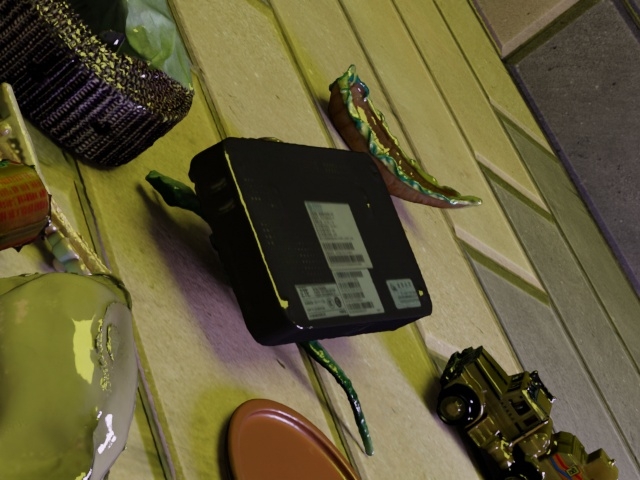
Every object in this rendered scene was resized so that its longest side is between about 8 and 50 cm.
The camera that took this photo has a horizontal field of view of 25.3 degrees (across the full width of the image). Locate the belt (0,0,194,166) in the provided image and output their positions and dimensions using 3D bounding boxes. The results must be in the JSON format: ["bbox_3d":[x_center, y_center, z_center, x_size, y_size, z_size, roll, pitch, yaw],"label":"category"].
[{"bbox_3d":[-0.252,-0.232,1.453,0.324,0.122,0.260,60,25,15],"label":"belt"}]

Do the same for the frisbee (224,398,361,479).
[{"bbox_3d":[-0.005,0.258,1.331,0.251,0.021,0.251,44,21,-22],"label":"frisbee"}]

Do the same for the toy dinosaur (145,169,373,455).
[{"bbox_3d":[-0.039,0.051,1.533,0.383,0.076,0.129,46,27,-10],"label":"toy dinosaur"}]

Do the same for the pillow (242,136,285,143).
[{"bbox_3d":[0.004,-0.041,1.746,0.248,0.049,0.135,49,-11,-15],"label":"pillow"}]

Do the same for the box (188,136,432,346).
[{"bbox_3d":[0.000,0.000,1.522,0.350,0.058,0.211,-2,70,-62],"label":"box"}]

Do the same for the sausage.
[{"bbox_3d":[-0.310,0.002,0.995,0.082,0.082,0.371,54,20,2],"label":"sausage"}]

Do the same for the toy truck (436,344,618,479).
[{"bbox_3d":[0.254,0.244,1.795,0.257,0.127,0.127,49,21,-3],"label":"toy truck"}]

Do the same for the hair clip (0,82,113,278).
[{"bbox_3d":[-0.249,-0.036,1.238,0.214,0.056,0.062,62,3,-1],"label":"hair clip"}]

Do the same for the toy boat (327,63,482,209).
[{"bbox_3d":[0.112,-0.132,2.153,0.293,0.099,0.108,48,19,7],"label":"toy boat"}]

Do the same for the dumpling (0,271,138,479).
[{"bbox_3d":[-0.215,0.095,1.013,0.173,0.142,0.247,12,38,-8],"label":"dumpling"}]
